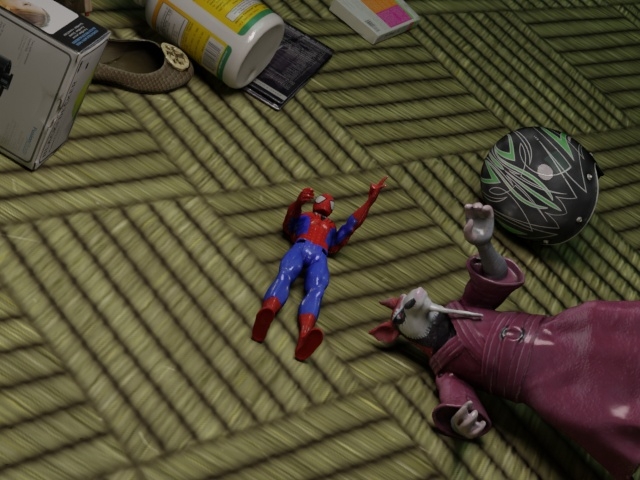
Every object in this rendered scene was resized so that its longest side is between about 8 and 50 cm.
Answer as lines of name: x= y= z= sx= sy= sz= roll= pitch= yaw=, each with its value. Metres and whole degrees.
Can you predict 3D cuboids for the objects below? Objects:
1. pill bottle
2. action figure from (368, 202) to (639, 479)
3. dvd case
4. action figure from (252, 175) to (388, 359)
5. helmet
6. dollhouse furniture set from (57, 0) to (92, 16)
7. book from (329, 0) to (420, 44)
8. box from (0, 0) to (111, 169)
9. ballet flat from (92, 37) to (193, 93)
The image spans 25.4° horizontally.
pill bottle: x=-0.162 y=-0.309 z=1.923 sx=0.208 sy=0.117 sz=0.117 roll=37 pitch=34 yaw=11
action figure: x=0.237 y=0.122 z=1.608 sx=0.370 sy=0.248 sz=0.276 roll=16 pitch=-8 yaw=25
dvd case: x=-0.088 y=-0.273 z=2.050 sx=0.164 sy=0.018 sz=0.221 roll=31 pitch=33 yaw=4
action figure: x=0.000 y=0.000 z=1.649 sx=0.091 sy=0.139 sz=0.280 roll=26 pitch=31 yaw=-7
helmet: x=0.302 y=-0.076 z=1.947 sx=0.169 sy=0.169 sz=0.161 roll=37 pitch=18 yaw=12
dollhouse furniture set: x=-0.408 y=-0.356 z=1.852 sx=0.184 sy=0.129 sz=0.129 roll=18 pitch=29 yaw=41
book: x=0.091 y=-0.368 z=2.301 sx=0.096 sy=0.035 sz=0.144 roll=42 pitch=35 yaw=14
box: x=-0.404 y=-0.228 z=1.622 sx=0.290 sy=0.169 sz=0.087 roll=30 pitch=31 yaw=3
ballet flat: x=-0.267 y=-0.238 z=1.832 sx=0.250 sy=0.058 sz=0.084 roll=0 pitch=43 yaw=-36
